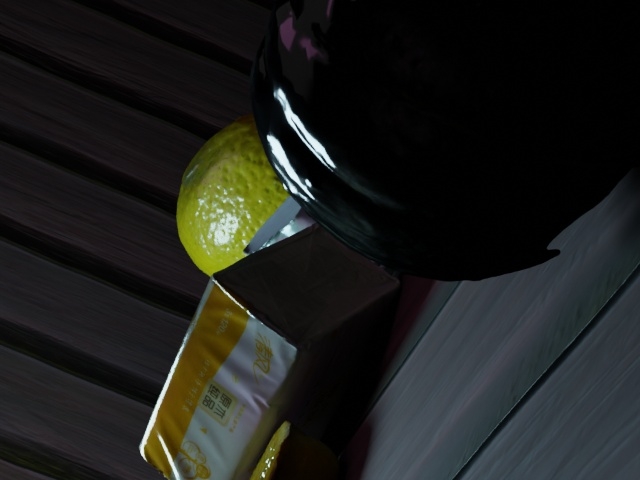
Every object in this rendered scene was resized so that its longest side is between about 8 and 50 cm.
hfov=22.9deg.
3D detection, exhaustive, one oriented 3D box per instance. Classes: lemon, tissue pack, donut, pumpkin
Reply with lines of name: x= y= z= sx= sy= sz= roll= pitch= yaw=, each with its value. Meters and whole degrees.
lemon: x=-0.076 y=-0.047 z=2.229 sx=0.310 sy=0.253 sz=0.253 roll=-45 pitch=16 yaw=35
tissue pack: x=-0.050 y=0.121 z=1.499 sx=0.185 sy=0.124 sz=0.225 roll=-30 pitch=-28 yaw=-54
donut: x=-0.042 y=0.253 z=1.362 sx=0.190 sy=0.075 sz=0.174 roll=-64 pitch=0 yaw=-35
pumpkin: x=0.056 y=-0.133 z=0.823 sx=0.296 sy=0.296 sz=0.295 roll=-156 pitch=90 yaw=-86

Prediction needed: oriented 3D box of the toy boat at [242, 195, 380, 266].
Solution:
toy boat: x=0.000 y=0.000 z=1.662 sx=0.199 sy=0.100 sz=0.290 roll=-53 pitch=9 yaw=-27
